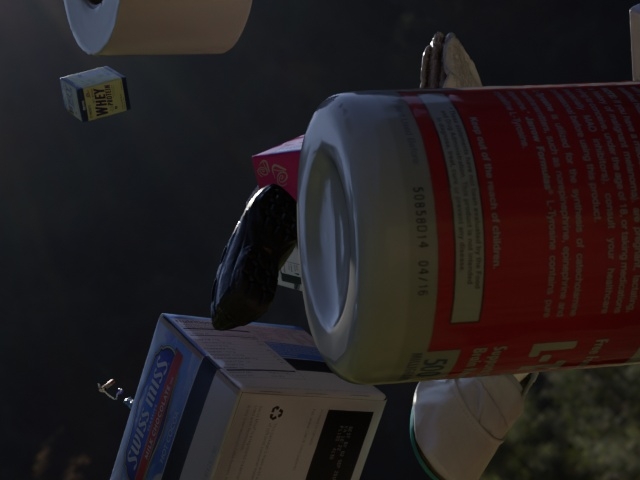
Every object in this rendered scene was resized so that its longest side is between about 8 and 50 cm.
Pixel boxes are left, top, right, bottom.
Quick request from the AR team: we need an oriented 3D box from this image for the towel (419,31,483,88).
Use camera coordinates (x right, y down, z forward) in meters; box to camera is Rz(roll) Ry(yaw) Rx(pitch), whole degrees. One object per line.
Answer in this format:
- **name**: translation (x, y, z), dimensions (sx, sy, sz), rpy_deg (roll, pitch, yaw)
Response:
- **towel**: translation (0.171, -0.106, 1.973), dimensions (0.049, 0.187, 0.282), rpy_deg (-12, 47, 26)

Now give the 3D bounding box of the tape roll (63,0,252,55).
- **tape roll**: translation (-0.200, -0.346, 1.958), dimensions (0.169, 0.246, 0.246), rpy_deg (-4, -29, -27)

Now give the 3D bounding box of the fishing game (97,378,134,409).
- **fishing game**: translation (-0.210, 0.282, 2.367), dimensions (0.041, 0.264, 0.189), rpy_deg (-52, -1, 0)

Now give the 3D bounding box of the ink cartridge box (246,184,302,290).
- **ink cartridge box**: translation (0.000, 0.000, 2.382), dimensions (0.087, 0.208, 0.153), rpy_deg (-55, -28, -45)

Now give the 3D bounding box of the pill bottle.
- **pill bottle**: translation (0.200, -0.012, 1.287), dimensions (0.407, 0.229, 0.229), rpy_deg (-3, -22, -13)

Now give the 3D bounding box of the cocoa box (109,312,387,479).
- **cocoa box**: translation (-0.111, 0.297, 2.065), dimensions (0.231, 0.228, 0.347), rpy_deg (8, -72, -36)

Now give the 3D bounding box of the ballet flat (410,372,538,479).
- **ballet flat**: translation (0.214, 0.200, 2.119), dimensions (0.139, 0.139, 0.400), rpy_deg (-48, -4, 18)

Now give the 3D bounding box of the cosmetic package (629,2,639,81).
- **cosmetic package**: translation (0.427, -0.165, 1.675), dimensions (0.151, 0.151, 0.184), rpy_deg (-27, -52, -24)

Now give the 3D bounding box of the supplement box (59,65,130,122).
- **supplement box**: translation (-0.360, -0.234, 2.583), dimensions (0.083, 0.083, 0.056), rpy_deg (-18, -64, -24)

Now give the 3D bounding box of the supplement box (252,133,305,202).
- **supplement box**: translation (0.028, -0.085, 2.031), dimensions (0.111, 0.114, 0.220), rpy_deg (-5, 15, 35)

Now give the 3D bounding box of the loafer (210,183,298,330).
- **loafer**: translation (-0.078, 0.016, 1.828), dimensions (0.078, 0.076, 0.223), rpy_deg (-36, 22, 33)
